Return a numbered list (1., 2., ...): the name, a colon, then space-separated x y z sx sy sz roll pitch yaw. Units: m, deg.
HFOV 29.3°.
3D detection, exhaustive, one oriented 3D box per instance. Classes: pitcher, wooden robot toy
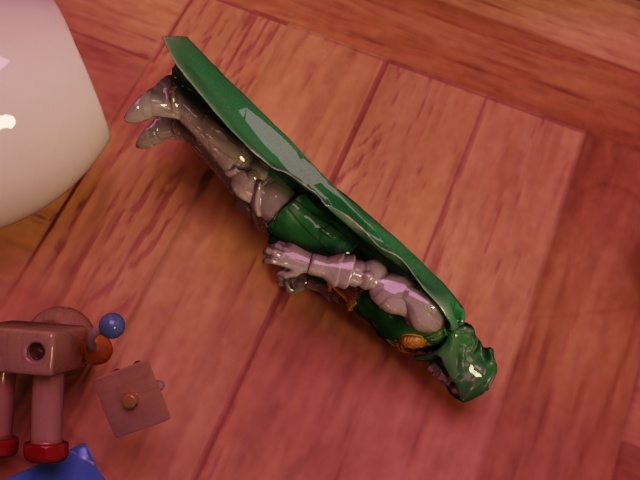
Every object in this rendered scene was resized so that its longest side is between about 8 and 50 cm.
1. pitcher: -0.229 -0.068 0.644 0.207 0.125 0.178 -23 47 -10
2. wooden robot toy: -0.144 0.062 0.604 0.173 0.079 0.076 5 97 12

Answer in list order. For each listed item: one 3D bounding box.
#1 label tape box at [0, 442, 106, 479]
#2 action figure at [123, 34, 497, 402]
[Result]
1. label tape box: -0.099 0.207 0.422 0.249 0.115 0.348 -18 51 -36
2. action figure: 0.000 0.000 0.641 0.232 0.137 0.063 40 83 7
